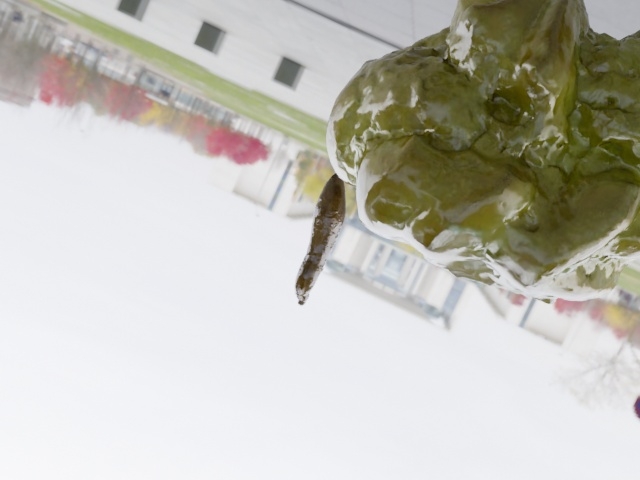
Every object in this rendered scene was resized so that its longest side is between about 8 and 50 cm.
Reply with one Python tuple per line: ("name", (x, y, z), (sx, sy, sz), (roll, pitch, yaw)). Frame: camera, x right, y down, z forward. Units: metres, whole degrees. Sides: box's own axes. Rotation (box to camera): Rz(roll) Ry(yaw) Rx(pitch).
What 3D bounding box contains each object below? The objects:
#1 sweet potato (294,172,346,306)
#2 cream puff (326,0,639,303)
("sweet potato", (0.000, 0.000, 0.618), (0.026, 0.115, 0.026), (18, -170, -3))
("cream puff", (0.118, -0.064, 0.475), (0.221, 0.194, 0.195), (20, -175, 5))
